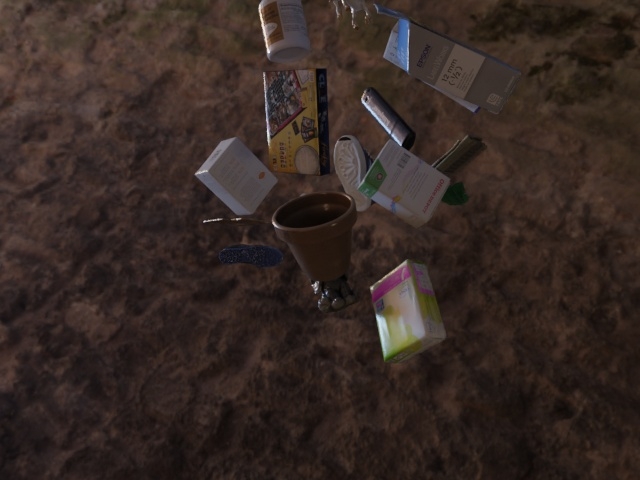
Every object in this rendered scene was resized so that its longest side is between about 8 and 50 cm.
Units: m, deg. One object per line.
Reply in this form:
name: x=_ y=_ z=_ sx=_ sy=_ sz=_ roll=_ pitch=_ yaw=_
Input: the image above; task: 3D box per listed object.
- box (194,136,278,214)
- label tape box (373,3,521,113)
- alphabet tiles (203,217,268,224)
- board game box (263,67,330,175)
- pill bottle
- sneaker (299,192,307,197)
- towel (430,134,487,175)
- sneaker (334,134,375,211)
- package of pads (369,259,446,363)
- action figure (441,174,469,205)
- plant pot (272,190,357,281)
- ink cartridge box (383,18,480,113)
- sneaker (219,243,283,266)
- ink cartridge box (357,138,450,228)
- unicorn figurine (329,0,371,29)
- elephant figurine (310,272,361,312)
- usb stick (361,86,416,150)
box: x=-0.225 y=-0.170 z=1.498 sx=0.091 sy=0.170 sz=0.130 roll=1 pitch=-130 yaw=54
label tape box: x=0.271 y=-0.441 z=1.325 sx=0.348 sy=0.115 sz=0.249 roll=20 pitch=-155 yaw=-7
alphabet tiles: x=-0.343 y=-0.078 z=2.315 sx=0.198 sy=0.009 sz=0.237 roll=5 pitch=174 yaw=-40
board game box: x=-0.057 y=-0.283 z=1.330 sx=0.165 sy=0.243 sz=0.042 roll=11 pitch=-160 yaw=37
pill bottle: x=-0.112 y=-0.655 z=1.634 sx=0.131 sy=0.229 sz=0.131 roll=-11 pitch=177 yaw=-1
sneaker: x=-0.059 y=-0.119 z=2.237 sx=0.061 sy=0.152 sz=0.054 roll=-4 pitch=162 yaw=30
towel: x=0.452 y=-0.267 z=2.026 sx=0.056 sy=0.324 sz=0.312 roll=54 pitch=-156 yaw=13
sneaker: x=0.178 y=-0.298 z=2.184 sx=0.130 sy=0.322 sz=0.236 roll=4 pitch=-147 yaw=36
package of pads: x=0.290 y=0.236 z=1.862 sx=0.101 sy=0.229 sz=0.296 roll=13 pitch=-128 yaw=-32
action figure: x=0.422 y=-0.152 z=1.790 sx=0.137 sy=0.063 sz=0.232 roll=-10 pitch=164 yaw=30
plant pot: x=0.000 y=0.000 z=1.753 sx=0.263 sy=0.229 sz=0.263 roll=-10 pitch=-153 yaw=5
ink cartridge box: x=0.346 y=-0.503 z=1.598 sx=0.333 sy=0.065 sz=0.165 roll=33 pitch=171 yaw=2
sneaker: x=-0.243 y=0.048 z=1.995 sx=0.233 sy=0.081 sz=0.090 roll=3 pitch=-167 yaw=9
ink cartridge box: x=0.236 y=-0.157 z=1.568 sx=0.212 sy=0.154 sz=0.093 roll=32 pitch=163 yaw=-2
unicorn figurine: x=0.064 y=-0.496 z=1.155 sx=0.060 sy=0.111 sz=0.162 roll=-16 pitch=159 yaw=19
elephant figurine: x=0.039 y=0.131 z=2.003 sx=0.169 sy=0.186 sz=0.239 roll=-6 pitch=-111 yaw=-52
usb stick: x=0.211 y=-0.384 z=1.744 sx=0.045 sy=0.077 sz=0.278 roll=-10 pitch=-130 yaw=-27
